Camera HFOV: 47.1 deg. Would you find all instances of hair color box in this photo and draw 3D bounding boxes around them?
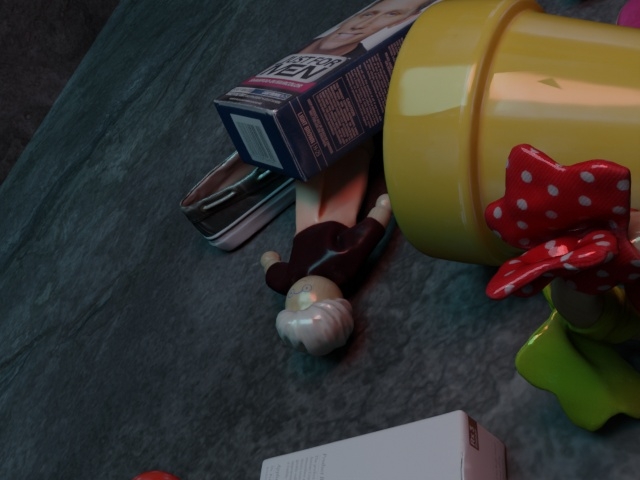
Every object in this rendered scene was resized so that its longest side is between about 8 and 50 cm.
[{"bbox_3d":[0.049,-0.223,0.980,0.347,0.105,0.174,-36,30,-20],"label":"hair color box"}]

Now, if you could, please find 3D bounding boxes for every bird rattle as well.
[{"bbox_3d":[0.230,0.021,0.538,0.207,0.253,0.143,-7,49,15],"label":"bird rattle"}]

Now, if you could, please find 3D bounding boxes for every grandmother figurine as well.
[{"bbox_3d":[0.000,0.000,0.931,0.208,0.104,0.342,-36,33,34],"label":"grandmother figurine"}]

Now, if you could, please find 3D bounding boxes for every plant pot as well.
[{"bbox_3d":[0.220,-0.095,0.661,0.239,0.254,0.254,7,62,34],"label":"plant pot"}]

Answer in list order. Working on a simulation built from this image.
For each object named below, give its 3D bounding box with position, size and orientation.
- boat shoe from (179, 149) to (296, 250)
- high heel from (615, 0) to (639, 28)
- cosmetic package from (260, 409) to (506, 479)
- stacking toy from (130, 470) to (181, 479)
[{"bbox_3d":[-0.074,-0.124,1.112,0.335,0.119,0.121,-45,34,7],"label":"boat shoe"},{"bbox_3d":[0.384,-0.237,0.745,0.117,0.082,0.244,-2,46,52],"label":"high heel"},{"bbox_3d":[0.048,0.242,0.654,0.231,0.085,0.117,-22,43,32],"label":"cosmetic package"},{"bbox_3d":[-0.255,0.406,0.804,0.141,0.141,0.330,1,53,49],"label":"stacking toy"}]
